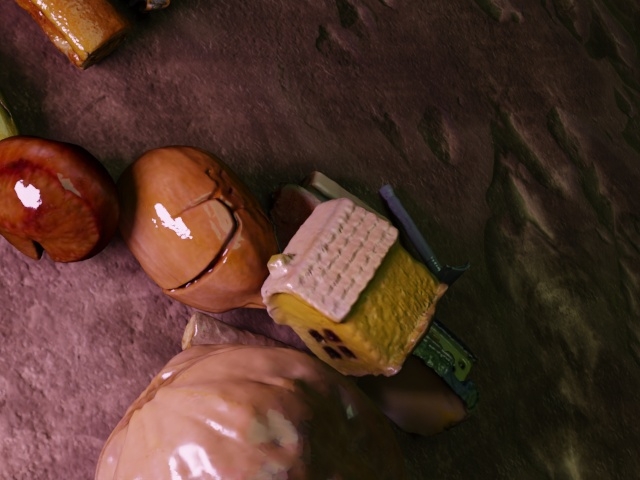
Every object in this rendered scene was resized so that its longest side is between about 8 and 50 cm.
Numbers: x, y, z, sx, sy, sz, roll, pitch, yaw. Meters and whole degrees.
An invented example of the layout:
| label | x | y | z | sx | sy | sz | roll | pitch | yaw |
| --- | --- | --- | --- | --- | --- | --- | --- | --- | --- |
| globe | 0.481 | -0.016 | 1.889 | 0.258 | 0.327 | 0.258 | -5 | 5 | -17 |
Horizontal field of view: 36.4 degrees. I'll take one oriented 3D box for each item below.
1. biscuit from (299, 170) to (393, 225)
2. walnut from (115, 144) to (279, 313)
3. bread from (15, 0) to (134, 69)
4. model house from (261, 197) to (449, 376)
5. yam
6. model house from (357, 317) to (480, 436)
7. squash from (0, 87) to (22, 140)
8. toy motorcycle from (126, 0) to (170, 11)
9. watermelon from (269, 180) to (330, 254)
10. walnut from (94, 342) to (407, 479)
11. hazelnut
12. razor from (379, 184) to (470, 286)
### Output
| label | x | y | z | sx | sy | sz | roll | pitch | yaw |
| --- | --- | --- | --- | --- | --- | --- | --- | --- | --- |
| biscuit | 0.047 | -0.054 | 1.738 | 0.188 | 0.056 | 0.052 | 33 | 48 | -17 |
| walnut | -0.171 | -0.013 | 1.439 | 0.298 | 0.203 | 0.203 | 44 | 45 | 1 |
| bread | -0.396 | -0.366 | 1.548 | 0.172 | 0.103 | 0.132 | 46 | 51 | -5 |
| model house | 0.040 | 0.064 | 1.433 | 0.234 | 0.174 | 0.193 | 50 | 59 | -28 |
| yam | -0.072 | 0.182 | 1.488 | 0.299 | 0.066 | 0.066 | 22 | 52 | -27 |
| model house | 0.179 | 0.182 | 1.615 | 0.194 | 0.170 | 0.211 | 40 | 45 | -8 |
| squash | -0.513 | -0.226 | 1.387 | 0.318 | 0.071 | 0.080 | 49 | 46 | -3 |
| toy motorcycle | -0.335 | -0.469 | 1.673 | 0.229 | 0.094 | 0.130 | 23 | 54 | -14 |
| watermelon | 0.022 | -0.006 | 1.650 | 0.146 | 0.128 | 0.231 | 2 | 68 | -52 |
| walnut | -0.084 | 0.309 | 1.209 | 0.383 | 0.383 | 0.384 | 20 | 52 | -28 |
| hazelnut | -0.371 | -0.066 | 1.329 | 0.203 | 0.178 | 0.178 | 17 | 50 | 0 |
| razor | 0.173 | -0.006 | 1.803 | 0.068 | 0.106 | 0.232 | -8 | 57 | -42 |
